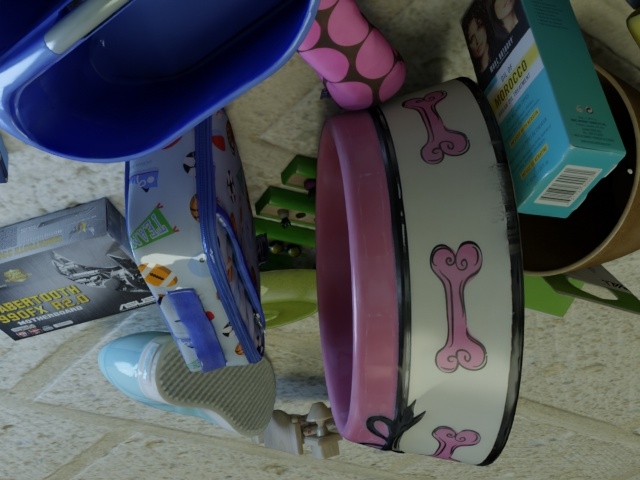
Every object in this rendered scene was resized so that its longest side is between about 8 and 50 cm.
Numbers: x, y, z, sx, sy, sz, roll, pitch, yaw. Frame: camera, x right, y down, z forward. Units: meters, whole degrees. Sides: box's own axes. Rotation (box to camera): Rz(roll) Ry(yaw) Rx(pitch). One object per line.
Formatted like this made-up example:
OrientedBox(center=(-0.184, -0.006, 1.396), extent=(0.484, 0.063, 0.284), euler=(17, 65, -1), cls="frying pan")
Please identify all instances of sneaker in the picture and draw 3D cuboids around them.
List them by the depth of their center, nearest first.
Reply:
OrientedBox(center=(-0.197, 0.206, 1.564), extent=(0.150, 0.135, 0.366), euler=(9, 163, 30), cls="sneaker")

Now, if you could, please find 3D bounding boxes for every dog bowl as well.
OrientedBox(center=(0.084, 0.035, 1.076), extent=(0.150, 0.408, 0.408), euler=(-3, 147, -5), cls="dog bowl")

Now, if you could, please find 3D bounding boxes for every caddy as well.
OrientedBox(center=(-0.148, -0.206, 0.786), extent=(0.341, 0.179, 0.241), euler=(-30, 114, 28), cls="caddy")

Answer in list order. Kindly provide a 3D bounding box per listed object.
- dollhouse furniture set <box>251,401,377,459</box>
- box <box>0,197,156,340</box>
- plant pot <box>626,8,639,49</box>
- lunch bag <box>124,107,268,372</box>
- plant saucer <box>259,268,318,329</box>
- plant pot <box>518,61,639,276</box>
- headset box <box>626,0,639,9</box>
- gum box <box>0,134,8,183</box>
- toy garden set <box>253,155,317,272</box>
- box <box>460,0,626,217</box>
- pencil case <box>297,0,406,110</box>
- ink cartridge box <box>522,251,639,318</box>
OrientedBox(center=(0.067, 0.239, 1.724), extent=(0.303, 0.173, 0.355), euler=(-9, 180, -28), cls="dollhouse furniture set")
OrientedBox(center=(-0.336, 0.043, 1.308), extent=(0.231, 0.056, 0.183), euler=(-15, 147, 9), cls="box")
OrientedBox(center=(0.441, -0.165, 0.897), extent=(0.254, 0.239, 0.254), euler=(-34, -176, 3), cls="plant pot")
OrientedBox(center=(-0.129, 0.006, 1.129), extent=(0.115, 0.243, 0.303), euler=(-10, 146, 3), cls="lunch bag")
OrientedBox(center=(-0.092, 0.091, 1.395), extent=(0.241, 0.037, 0.241), euler=(-10, 164, -3), cls="plant saucer")
OrientedBox(center=(0.321, -0.074, 1.160), extent=(0.254, 0.237, 0.237), euler=(4, 147, -42), cls="plant pot")
OrientedBox(center=(0.294, -0.336, 0.827), extent=(0.293, 0.110, 0.218), euler=(-30, 142, 29), cls="headset box")
OrientedBox(center=(-0.433, -0.113, 1.058), extent=(0.184, 0.041, 0.157), euler=(-4, 147, -6), cls="gum box")
OrientedBox(center=(0.000, 0.000, 1.330), extent=(0.204, 0.049, 0.244), euler=(12, 142, -29), cls="toy garden set")
OrientedBox(center=(0.204, -0.150, 0.968), extent=(0.060, 0.244, 0.100), euler=(6, 144, -22), cls="box")
OrientedBox(center=(-0.002, -0.211, 0.965), extent=(0.095, 0.098, 0.209), euler=(-25, 142, 15), cls="pencil case")
OrientedBox(center=(0.260, 0.045, 1.263), extent=(0.189, 0.255, 0.097), euler=(15, 113, -33), cls="ink cartridge box")
